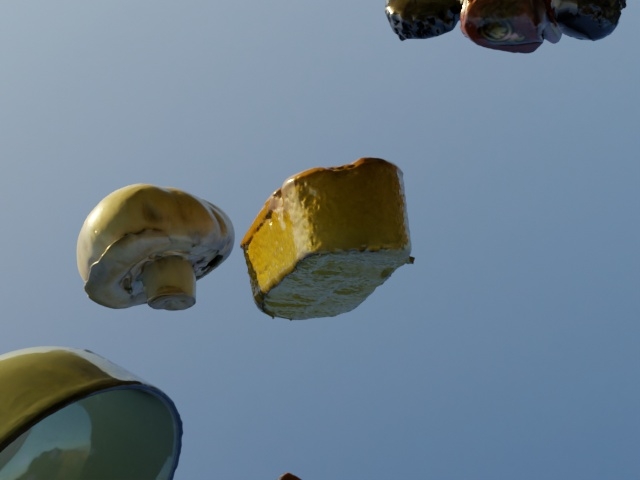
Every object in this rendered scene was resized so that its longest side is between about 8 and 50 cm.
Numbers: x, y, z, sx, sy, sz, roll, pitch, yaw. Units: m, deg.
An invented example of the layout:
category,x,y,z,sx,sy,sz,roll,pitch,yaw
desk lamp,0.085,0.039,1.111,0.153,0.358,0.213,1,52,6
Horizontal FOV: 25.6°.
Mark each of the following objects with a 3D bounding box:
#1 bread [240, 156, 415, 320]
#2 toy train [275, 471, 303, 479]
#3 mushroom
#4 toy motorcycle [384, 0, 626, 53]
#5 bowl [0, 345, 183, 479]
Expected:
category,x,y,z,sx,sy,sz,roll,pitch,yaw
bread,0.000,0.000,1.144,0.102,0.245,0.094,-3,-104,-14
toy train,-0.088,0.377,1.395,0.163,0.369,0.231,41,-135,0
mushroom,-0.152,0.012,1.321,0.154,0.154,0.122,-11,-118,-27
toy motorcycle,0.255,-0.270,1.207,0.401,0.134,0.207,-32,-148,-13
bowl,-0.341,0.251,1.550,0.354,0.354,0.185,-26,-130,-38
